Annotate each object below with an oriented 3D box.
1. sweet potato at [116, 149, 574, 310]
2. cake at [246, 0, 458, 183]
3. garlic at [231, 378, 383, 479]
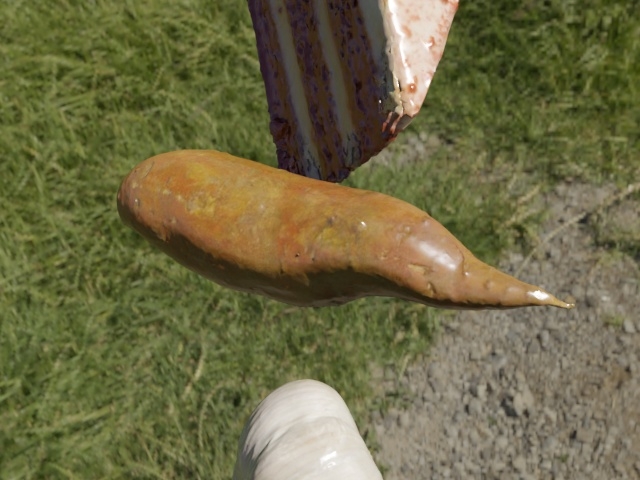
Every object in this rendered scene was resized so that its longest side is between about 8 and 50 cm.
[{"bbox_3d":[0.000,0.000,0.364,0.195,0.056,0.056,11,48,28],"label":"sweet potato"},{"bbox_3d":[0.001,-0.181,0.568,0.159,0.158,0.262,30,62,-21],"label":"cake"},{"bbox_3d":[-0.043,0.255,0.908,0.212,0.218,0.218,-19,44,-5],"label":"garlic"}]
